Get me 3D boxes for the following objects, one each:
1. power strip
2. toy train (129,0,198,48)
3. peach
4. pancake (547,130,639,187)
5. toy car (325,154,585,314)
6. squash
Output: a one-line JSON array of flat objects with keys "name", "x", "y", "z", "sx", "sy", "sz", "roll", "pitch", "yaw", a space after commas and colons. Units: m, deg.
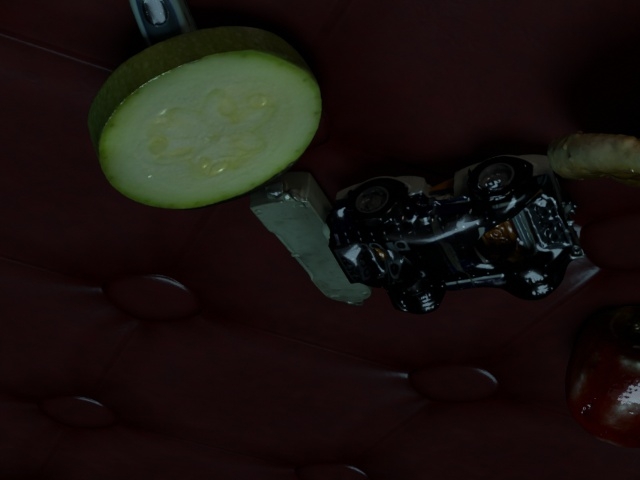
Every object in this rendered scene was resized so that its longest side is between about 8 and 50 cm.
[{"name": "power strip", "x": 0.000, "y": 0.003, "z": 1.605, "sx": 0.080, "sy": 0.048, "sz": 0.286, "roll": -6, "pitch": 147, "yaw": 24}, {"name": "toy train", "x": -0.156, "y": -0.206, "z": 1.299, "sx": 0.055, "sy": 0.048, "sz": 0.252, "roll": -3, "pitch": 147, "yaw": 13}, {"name": "peach", "x": 0.422, "y": 0.209, "z": 1.766, "sx": 0.154, "sy": 0.159, "sz": 0.267, "roll": 11, "pitch": 151, "yaw": 5}, {"name": "pancake", "x": 0.400, "y": -0.055, "z": 1.264, "sx": 0.356, "sy": 0.065, "sz": 0.356, "roll": 15, "pitch": -172, "yaw": -2}, {"name": "toy car", "x": 0.152, "y": -0.015, "z": 1.482, "sx": 0.301, "sy": 0.118, "sz": 0.193, "roll": -8, "pitch": 137, "yaw": 24}, {"name": "squash", "x": -0.119, "y": -0.127, "z": 1.344, "sx": 0.252, "sy": 0.049, "sz": 0.252, "roll": -16, "pitch": 146, "yaw": -11}]
